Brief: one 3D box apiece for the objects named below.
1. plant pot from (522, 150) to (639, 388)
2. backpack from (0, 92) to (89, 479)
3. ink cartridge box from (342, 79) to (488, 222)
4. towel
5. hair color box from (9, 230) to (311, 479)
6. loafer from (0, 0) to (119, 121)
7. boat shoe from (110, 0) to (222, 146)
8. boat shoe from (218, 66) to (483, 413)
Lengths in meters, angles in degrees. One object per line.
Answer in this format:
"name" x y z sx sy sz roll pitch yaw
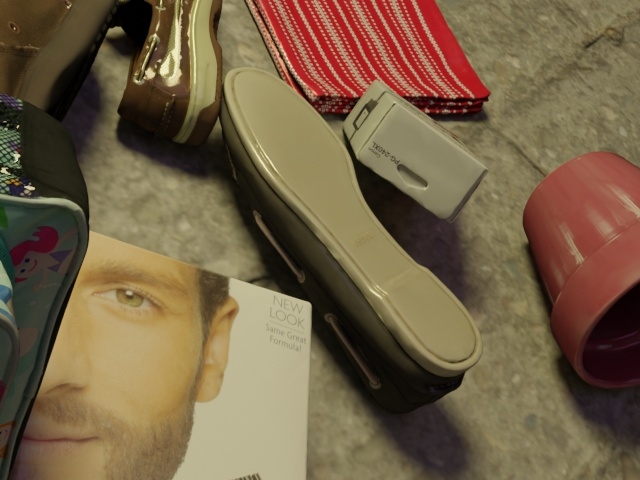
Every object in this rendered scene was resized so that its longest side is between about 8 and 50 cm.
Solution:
"plant pot" 0.299 0.015 0.932 0.201 0.201 0.180 8 39 -32
"backpack" -0.245 0.033 0.396 0.253 0.225 0.191 15 29 -23
"ink cartridge box" 0.085 -0.088 0.883 0.109 0.063 0.150 33 12 -13
"towel" 0.052 -0.223 1.033 0.275 0.031 0.199 -7 62 -39
"hair color box" -0.111 0.173 0.561 0.185 0.110 0.339 20 47 -22
"loafer" -0.256 -0.088 0.646 0.130 0.134 0.366 27 36 -13
"boat shoe" -0.142 -0.206 0.834 0.095 0.095 0.257 10 54 -24
"boat shoe" 0.000 0.000 0.798 0.112 0.095 0.335 -17 65 -46
